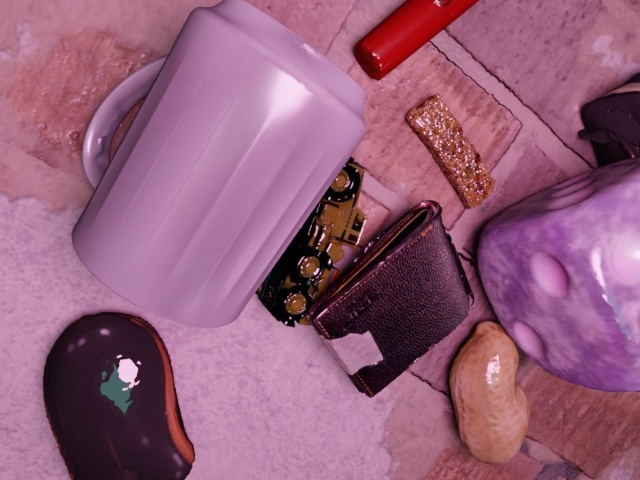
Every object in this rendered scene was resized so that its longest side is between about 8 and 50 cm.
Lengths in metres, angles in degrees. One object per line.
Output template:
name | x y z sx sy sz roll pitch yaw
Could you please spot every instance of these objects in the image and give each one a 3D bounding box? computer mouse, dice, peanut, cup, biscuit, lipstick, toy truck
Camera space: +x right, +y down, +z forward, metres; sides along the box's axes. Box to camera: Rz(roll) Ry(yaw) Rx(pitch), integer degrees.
computer mouse | -0.297 0.263 0.695 0.183 0.116 0.322 -11 105 -6
dice | 0.429 0.044 0.710 0.270 0.271 0.270 -26 92 -13
peanut | 0.300 0.270 0.836 0.137 0.122 0.252 -16 101 -22
cup | -0.145 -0.116 0.588 0.323 0.237 0.326 38 103 17
biscuit | 0.217 -0.144 0.769 0.064 0.034 0.199 -40 108 -4
lipstick | 0.174 -0.350 0.698 0.280 0.073 0.073 -41 108 -3
toy truck | -0.003 -0.003 0.707 0.127 0.127 0.256 12 98 -31

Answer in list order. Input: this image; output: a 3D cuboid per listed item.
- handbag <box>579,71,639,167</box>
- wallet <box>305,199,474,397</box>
handbag | 0.570 -0.157 0.778 0.182 0.181 0.254 -30 104 -8
wallet | 0.123 0.097 0.729 0.262 0.071 0.220 -40 128 -14
